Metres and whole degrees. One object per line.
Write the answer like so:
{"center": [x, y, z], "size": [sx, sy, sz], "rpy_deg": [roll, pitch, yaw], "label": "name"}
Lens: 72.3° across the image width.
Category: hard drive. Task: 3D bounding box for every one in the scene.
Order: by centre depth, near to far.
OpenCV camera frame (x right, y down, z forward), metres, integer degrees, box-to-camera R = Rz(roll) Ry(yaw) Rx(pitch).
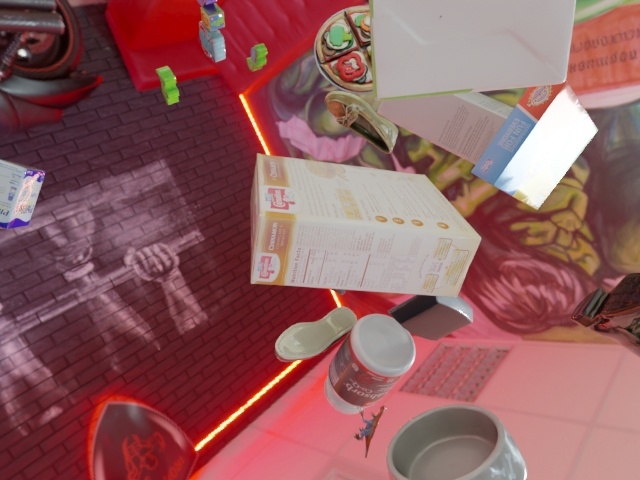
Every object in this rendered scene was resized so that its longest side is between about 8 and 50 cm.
{"center": [0.325, 0.215, 1.248], "size": [0.172, 0.255, 0.054], "rpy_deg": [-35, -131, 23], "label": "hard drive"}

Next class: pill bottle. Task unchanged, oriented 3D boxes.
{"center": [0.145, 0.419, 1.442], "size": [0.210, 0.210, 0.362], "rpy_deg": [-34, 157, -40], "label": "pill bottle"}

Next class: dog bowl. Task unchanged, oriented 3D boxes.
{"center": [0.326, 0.547, 1.109], "size": [0.349, 0.102, 0.349], "rpy_deg": [-24, -173, 3], "label": "dog bowl"}

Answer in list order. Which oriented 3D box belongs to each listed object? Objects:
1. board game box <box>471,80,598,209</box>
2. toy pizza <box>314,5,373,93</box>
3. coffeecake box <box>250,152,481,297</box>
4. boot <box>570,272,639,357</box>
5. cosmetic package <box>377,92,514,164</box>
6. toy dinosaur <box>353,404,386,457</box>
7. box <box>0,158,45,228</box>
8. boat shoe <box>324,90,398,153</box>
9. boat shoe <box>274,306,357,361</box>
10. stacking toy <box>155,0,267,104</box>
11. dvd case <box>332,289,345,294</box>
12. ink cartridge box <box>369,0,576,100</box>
{"center": [0.502, -0.210, 1.013], "size": [0.317, 0.064, 0.242], "rpy_deg": [9, 118, -48], "label": "board game box"}
{"center": [0.087, -0.398, 0.901], "size": [0.201, 0.201, 0.032], "rpy_deg": [-25, 170, -2], "label": "toy pizza"}
{"center": [0.029, -0.019, 0.418], "size": [0.186, 0.068, 0.142], "rpy_deg": [6, -151, -12], "label": "coffeecake box"}
{"center": [0.466, 0.113, 0.638], "size": [0.082, 0.106, 0.219], "rpy_deg": [-52, 164, -6], "label": "boot"}
{"center": [0.378, -0.373, 1.284], "size": [0.366, 0.155, 0.197], "rpy_deg": [34, -144, 23], "label": "cosmetic package"}
{"center": [0.106, 0.367, 0.869], "size": [0.047, 0.090, 0.082], "rpy_deg": [3, 142, -50], "label": "toy dinosaur"}
{"center": [-0.679, -0.102, 0.962], "size": [0.072, 0.137, 0.126], "rpy_deg": [19, 180, -17], "label": "box"}
{"center": [0.072, -0.212, 0.790], "size": [0.056, 0.153, 0.048], "rpy_deg": [-28, -142, 54], "label": "boat shoe"}
{"center": [-0.019, 0.312, 1.403], "size": [0.324, 0.116, 0.096], "rpy_deg": [-20, 152, -42], "label": "boat shoe"}
{"center": [-0.151, -0.300, 0.587], "size": [0.167, 0.052, 0.221], "rpy_deg": [-29, 157, -23], "label": "stacking toy"}
{"center": [0.000, 0.000, 1.010], "size": [0.018, 0.165, 0.221], "rpy_deg": [-41, -152, 42], "label": "dvd case"}
{"center": [0.191, -0.286, 0.606], "size": [0.207, 0.119, 0.353], "rpy_deg": [-1, -155, 15], "label": "ink cartridge box"}
